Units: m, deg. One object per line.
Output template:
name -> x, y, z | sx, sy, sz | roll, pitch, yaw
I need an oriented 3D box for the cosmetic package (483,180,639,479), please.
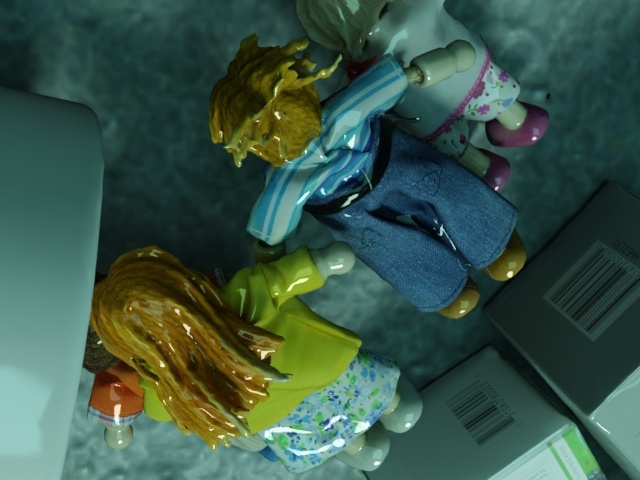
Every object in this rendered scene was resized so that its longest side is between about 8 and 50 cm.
cosmetic package -> 0.202, 0.098, 0.577 | 0.107, 0.127, 0.238 | -46, 115, 3

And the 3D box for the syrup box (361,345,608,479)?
syrup box -> 0.120, 0.181, 0.600 | 0.096, 0.093, 0.237 | -35, 113, -2

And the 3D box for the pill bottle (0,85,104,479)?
pill bottle -> -0.280, 0.012, 0.364 | 0.392, 0.224, 0.224 | 10, 105, -17

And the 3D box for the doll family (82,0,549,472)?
doll family -> 0.000, 0.000, 0.474 | 0.163, 0.118, 0.263 | 34, 95, -38
